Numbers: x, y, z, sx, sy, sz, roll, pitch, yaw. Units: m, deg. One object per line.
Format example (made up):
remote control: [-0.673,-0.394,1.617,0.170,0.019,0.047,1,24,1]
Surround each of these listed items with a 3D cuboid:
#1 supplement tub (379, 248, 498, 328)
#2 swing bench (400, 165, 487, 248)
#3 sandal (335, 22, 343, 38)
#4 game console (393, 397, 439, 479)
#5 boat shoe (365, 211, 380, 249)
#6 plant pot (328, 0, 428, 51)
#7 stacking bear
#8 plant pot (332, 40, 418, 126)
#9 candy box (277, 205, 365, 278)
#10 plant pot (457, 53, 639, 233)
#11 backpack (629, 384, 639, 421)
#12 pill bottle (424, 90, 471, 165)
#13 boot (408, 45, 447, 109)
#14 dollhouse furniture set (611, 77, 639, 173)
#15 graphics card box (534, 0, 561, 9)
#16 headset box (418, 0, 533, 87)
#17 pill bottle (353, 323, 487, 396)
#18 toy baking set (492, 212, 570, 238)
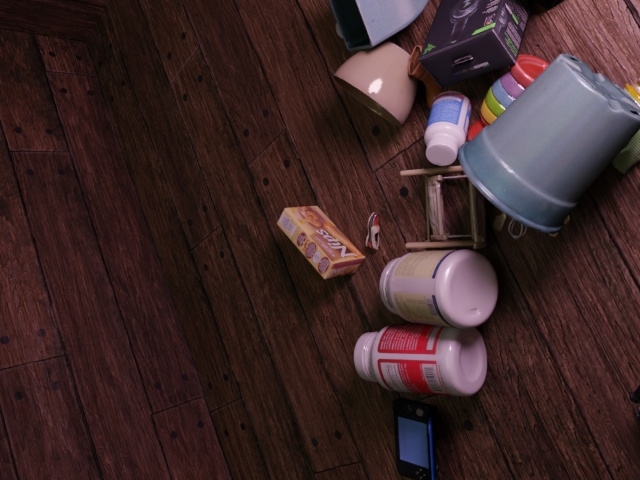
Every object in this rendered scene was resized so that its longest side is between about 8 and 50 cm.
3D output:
supplement tub: [0.359,0.147,1.787,0.325,0.236,0.235,-4,93,60]
swing bench: [0.406,-0.105,1.795,0.255,0.165,0.253,-1,95,38]
sandal: [0.149,-0.903,1.973,0.169,0.102,0.415,37,115,53]
game console: [0.322,0.727,1.973,0.250,0.173,0.292,0,95,43]
boat shoe: [0.197,-0.034,2.075,0.043,0.049,0.136,20,112,37]
plant pot: [0.188,-0.770,1.808,0.247,0.253,0.247,66,172,-19]
stacking bear: [0.535,-0.367,1.640,0.289,0.165,0.175,122,146,-43]
plant pot: [0.208,-0.533,1.870,0.284,0.284,0.190,40,99,33]
candy box: [0.000,0.000,2.172,0.316,0.183,0.087,49,126,28]
plant pot: [0.582,-0.254,1.425,0.341,0.341,0.334,54,130,24]
backpack: [0.897,0.353,1.351,0.191,0.225,0.253,30,112,13]
pill bottle: [0.382,-0.338,1.733,0.124,0.124,0.221,-18,41,43]
boot: [0.333,-0.515,1.809,0.073,0.152,0.196,11,103,42]
dollhouse furniture set: [0.797,-0.246,1.392,0.197,0.151,0.301,-50,62,27]
graphics card box: [0.535,-0.818,1.523,0.094,0.233,0.370,-26,76,39]
headset box: [0.436,-0.590,1.612,0.247,0.131,0.282,-5,54,48]
pill bottle: [0.318,0.389,1.893,0.408,0.229,0.228,-9,89,44]
toy baking set: [0.616,-0.104,1.681,0.256,0.030,0.196,-4,94,44]
